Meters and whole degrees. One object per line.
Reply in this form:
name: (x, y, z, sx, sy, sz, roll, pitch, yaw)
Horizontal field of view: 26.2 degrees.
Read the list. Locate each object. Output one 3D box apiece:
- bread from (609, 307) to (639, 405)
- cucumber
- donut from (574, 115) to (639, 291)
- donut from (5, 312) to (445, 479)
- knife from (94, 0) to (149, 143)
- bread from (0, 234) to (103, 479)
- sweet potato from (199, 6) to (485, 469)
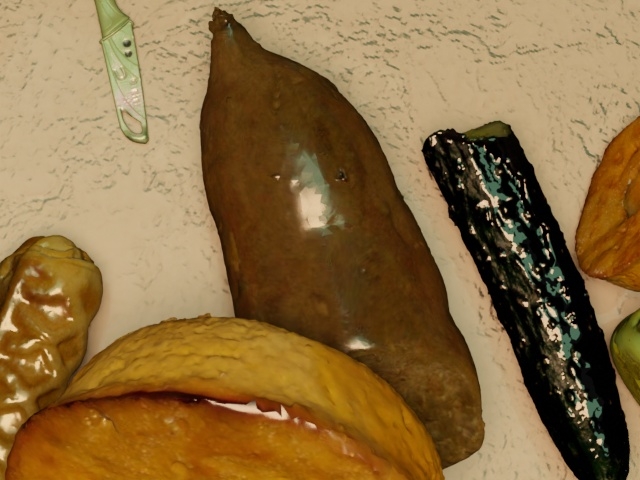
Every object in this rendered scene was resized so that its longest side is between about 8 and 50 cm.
bread: (0.270, 0.098, 1.014, 0.071, 0.139, 0.130, -29, 62, -3)
cucumber: (0.168, 0.049, 1.050, 0.081, 0.072, 0.303, -17, 82, -52)
donut: (0.257, -0.030, 1.041, 0.058, 0.152, 0.152, 29, 79, -17)
donut: (-0.054, 0.167, 0.929, 0.303, 0.303, 0.110, 20, 42, -1)
knife: (-0.164, -0.175, 1.093, 0.030, 0.014, 0.207, -12, 83, -6)
bread: (-0.250, 0.168, 0.992, 0.077, 0.084, 0.367, 28, 75, -33)
sweet potato: (0.000, 0.000, 1.014, 0.158, 0.158, 0.369, -16, 75, -7)
